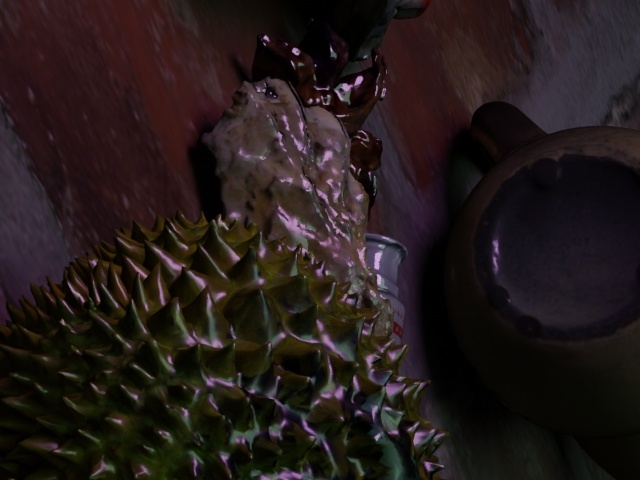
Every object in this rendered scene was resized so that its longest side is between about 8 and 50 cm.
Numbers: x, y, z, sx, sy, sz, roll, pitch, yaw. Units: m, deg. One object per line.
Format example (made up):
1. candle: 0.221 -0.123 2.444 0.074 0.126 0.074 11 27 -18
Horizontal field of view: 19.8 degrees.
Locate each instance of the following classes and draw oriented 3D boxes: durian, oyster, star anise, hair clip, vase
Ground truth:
1. durian: -0.054 0.124 0.928 0.291 0.225 0.291 23 64 -58
2. oyster: -0.007 -0.004 1.191 0.133 0.072 0.209 3 84 -36
3. star anise: -0.001 -0.082 1.290 0.168 0.057 0.168 14 72 -50
4. hair clip: 0.050 -0.242 1.274 0.321 0.091 0.138 93 -8 -71
5. vase: 0.217 0.020 1.494 0.329 0.241 0.302 61 7 29

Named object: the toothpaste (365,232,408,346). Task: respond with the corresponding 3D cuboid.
1. toothpaste: 0.021 0.111 1.251 0.089 0.057 0.234 36 56 -48
